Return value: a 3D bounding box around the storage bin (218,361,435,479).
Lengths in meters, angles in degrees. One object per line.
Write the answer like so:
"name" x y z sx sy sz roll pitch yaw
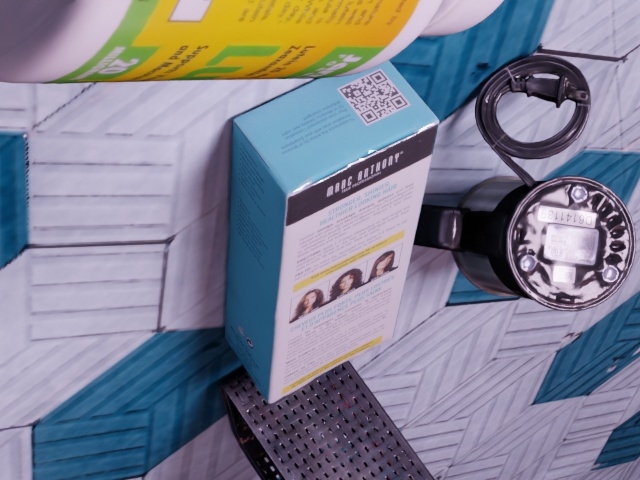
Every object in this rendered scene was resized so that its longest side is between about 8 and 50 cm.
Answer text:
"storage bin" 0.015 0.164 1.167 0.084 0.180 0.122 -32 155 -12

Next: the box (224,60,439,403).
"box" 0.000 0.000 1.008 0.101 0.060 0.244 -27 153 -20

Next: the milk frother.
"milk frother" 0.133 -0.036 1.087 0.143 0.129 0.135 -66 -168 -3

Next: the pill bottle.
"pill bottle" -0.029 -0.130 0.658 0.246 0.136 0.136 -7 142 -47
